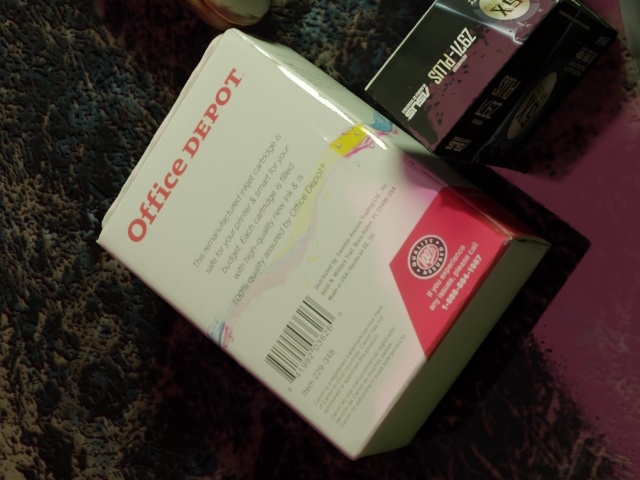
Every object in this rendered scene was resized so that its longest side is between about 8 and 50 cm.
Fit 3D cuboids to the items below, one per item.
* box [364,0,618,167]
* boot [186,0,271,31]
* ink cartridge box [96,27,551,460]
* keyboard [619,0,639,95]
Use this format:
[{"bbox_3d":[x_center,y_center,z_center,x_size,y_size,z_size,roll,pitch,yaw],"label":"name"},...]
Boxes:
[{"bbox_3d":[0.137,-0.139,1.145,0.077,0.180,0.147,45,106,19],"label":"box"},{"bbox_3d":[-0.142,-0.268,1.306,0.115,0.112,0.305,-51,52,25],"label":"boot"},{"bbox_3d":[0.000,0.000,1.231,0.306,0.131,0.226,40,104,22],"label":"ink cartridge box"},{"bbox_3d":[0.320,-0.148,1.094,0.201,0.033,0.317,-11,95,39],"label":"keyboard"}]
